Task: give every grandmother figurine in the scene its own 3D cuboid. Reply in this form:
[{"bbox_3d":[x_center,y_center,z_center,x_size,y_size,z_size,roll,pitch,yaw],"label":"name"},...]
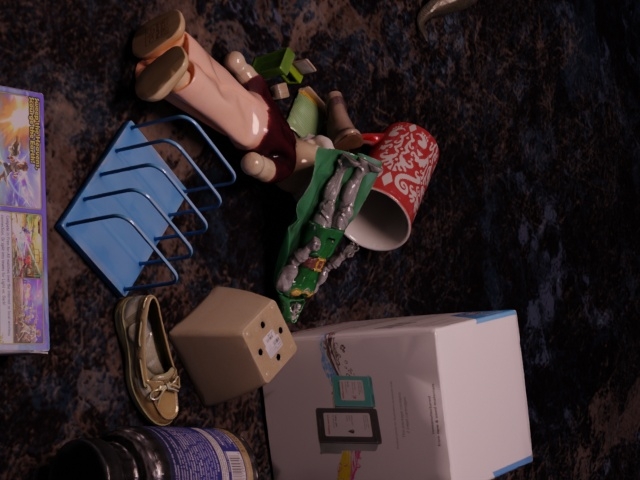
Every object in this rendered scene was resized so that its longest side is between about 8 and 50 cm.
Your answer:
[{"bbox_3d":[-0.092,-0.147,1.605,0.342,0.104,0.207,39,40,-44],"label":"grandmother figurine"}]

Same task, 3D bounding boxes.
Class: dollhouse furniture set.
[{"bbox_3d":[-0.025,-0.190,1.726,0.151,0.059,0.076,47,50,-36],"label":"dollhouse furniture set"}]

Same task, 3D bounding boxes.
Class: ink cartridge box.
[{"bbox_3d":[0.092,0.200,1.632,0.198,0.270,0.197,-7,90,-52],"label":"ink cartridge box"}]

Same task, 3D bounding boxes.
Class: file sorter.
[{"bbox_3d":[-0.187,-0.042,1.454,0.118,0.104,0.170,53,46,-31],"label":"file sorter"}]

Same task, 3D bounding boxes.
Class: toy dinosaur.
[{"bbox_3d":[0.225,-0.451,2.050,0.160,0.121,0.313,23,61,-33],"label":"toy dinosaur"}]

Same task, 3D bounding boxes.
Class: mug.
[{"bbox_3d":[0.091,-0.095,1.820,0.150,0.113,0.169,60,39,-28],"label":"mug"}]

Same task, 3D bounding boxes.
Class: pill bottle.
[{"bbox_3d":[-0.177,0.259,1.395,0.219,0.123,0.122,12,74,-51],"label":"pill bottle"}]

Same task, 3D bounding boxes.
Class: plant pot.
[{"bbox_3d":[-0.095,0.122,1.548,0.109,0.096,0.109,-46,118,-46],"label":"plant pot"}]

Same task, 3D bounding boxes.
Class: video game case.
[{"bbox_3d":[-0.374,-0.024,1.245,0.244,0.061,0.269,6,79,-50],"label":"video game case"}]

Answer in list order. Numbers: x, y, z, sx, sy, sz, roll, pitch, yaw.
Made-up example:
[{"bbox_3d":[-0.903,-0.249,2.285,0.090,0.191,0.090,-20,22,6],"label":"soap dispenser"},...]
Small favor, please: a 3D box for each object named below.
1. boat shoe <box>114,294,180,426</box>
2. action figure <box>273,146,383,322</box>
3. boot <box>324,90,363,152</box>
[{"bbox_3d":[-0.187,0.135,1.466,0.056,0.048,0.153,-19,98,-52],"label":"boat shoe"},{"bbox_3d":[0.000,0.000,1.653,0.137,0.063,0.232,9,110,-48],"label":"action figure"},{"bbox_3d":[0.026,-0.157,1.729,0.042,0.118,0.087,-7,75,-11],"label":"boot"}]
